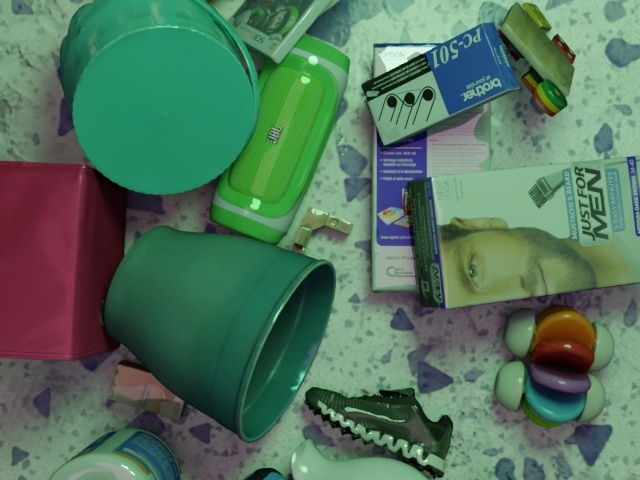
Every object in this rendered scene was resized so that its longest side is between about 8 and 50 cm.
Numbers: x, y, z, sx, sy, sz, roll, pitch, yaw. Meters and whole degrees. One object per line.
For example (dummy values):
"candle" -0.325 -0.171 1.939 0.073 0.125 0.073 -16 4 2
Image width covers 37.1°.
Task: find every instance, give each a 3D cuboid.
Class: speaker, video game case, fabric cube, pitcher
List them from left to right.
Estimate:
"fabric cube" -0.425 0.026 1.345 0.259 0.254 0.258 3 87 2
"speaker" -0.060 -0.148 1.402 0.131 0.131 0.296 22 90 2
"video game case" -0.046 -0.358 1.396 0.190 0.173 0.022 -50 130 0
"pitcher" 0.059 0.395 1.382 0.207 0.125 0.177 9 106 28

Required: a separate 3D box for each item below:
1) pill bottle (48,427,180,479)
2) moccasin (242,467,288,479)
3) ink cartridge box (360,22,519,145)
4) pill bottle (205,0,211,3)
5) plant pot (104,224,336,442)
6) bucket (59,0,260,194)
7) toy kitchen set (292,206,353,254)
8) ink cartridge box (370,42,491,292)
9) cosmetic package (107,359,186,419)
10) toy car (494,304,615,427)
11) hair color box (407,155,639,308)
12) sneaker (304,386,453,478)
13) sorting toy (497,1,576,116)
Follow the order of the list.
"pill bottle" -0.278 0.346 1.325 0.152 0.272 0.152 0 88 2
"moccasin" -0.150 0.488 1.403 0.138 0.117 0.342 43 85 -11
"ink cartridge box" 0.163 -0.214 1.324 0.207 0.046 0.097 -21 89 35
"pill bottle" -0.165 -0.433 1.403 0.246 0.136 0.136 -32 88 1
"plant pot" -0.152 0.108 1.344 0.255 0.272 0.271 22 90 16
"bucket" -0.224 -0.207 1.320 0.281 0.183 0.281 -8 121 -13
"toy kitchen set" 0.000 0.000 1.426 0.075 0.068 0.083 21 90 2
"ink cartridge box" 0.164 -0.107 1.426 0.176 0.069 0.370 0 92 2
"cosmetic package" -0.257 0.226 1.442 0.115 0.041 0.060 15 90 1
"toy car" 0.345 0.185 1.380 0.159 0.136 0.182 11 89 1
"hair color box" 0.305 -0.014 1.356 0.339 0.110 0.185 -7 91 -13
"sneaker" 0.093 0.258 1.419 0.234 0.078 0.106 24 74 10
"sorting toy" 0.298 -0.264 1.353 0.132 0.274 0.046 47 121 -8
